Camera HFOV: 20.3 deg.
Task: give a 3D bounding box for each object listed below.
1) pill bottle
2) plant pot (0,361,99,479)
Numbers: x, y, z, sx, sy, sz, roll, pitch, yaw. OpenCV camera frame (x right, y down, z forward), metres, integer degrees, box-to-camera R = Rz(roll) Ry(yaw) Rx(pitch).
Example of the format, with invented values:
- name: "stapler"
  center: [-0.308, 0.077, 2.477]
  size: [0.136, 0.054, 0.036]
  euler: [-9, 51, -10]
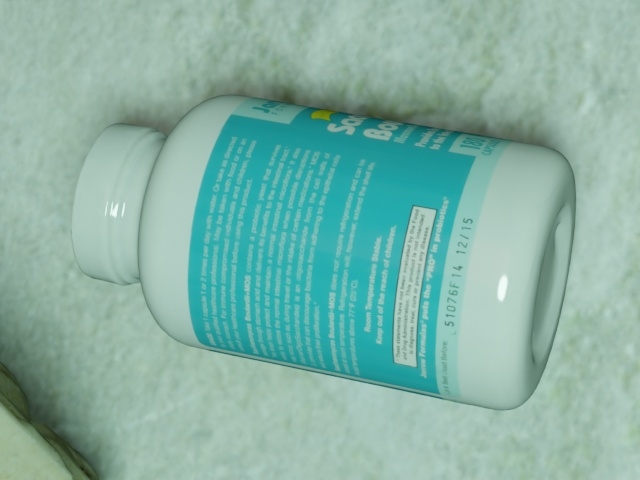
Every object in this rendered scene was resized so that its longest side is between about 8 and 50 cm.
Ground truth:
- name: "pill bottle"
  center: [0.000, 0.000, 0.993]
  size: [0.264, 0.146, 0.146]
  euler: [11, 84, 15]
- name: "plant pot"
  center: [-0.298, 0.167, 0.977]
  size: [0.305, 0.334, 0.334]
  euler: [-43, 73, -7]
